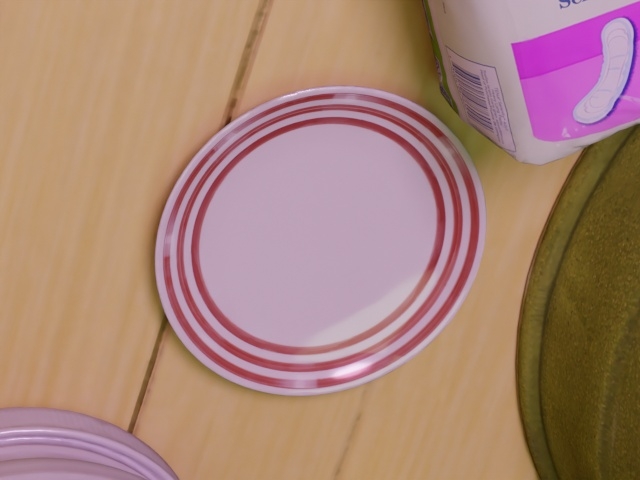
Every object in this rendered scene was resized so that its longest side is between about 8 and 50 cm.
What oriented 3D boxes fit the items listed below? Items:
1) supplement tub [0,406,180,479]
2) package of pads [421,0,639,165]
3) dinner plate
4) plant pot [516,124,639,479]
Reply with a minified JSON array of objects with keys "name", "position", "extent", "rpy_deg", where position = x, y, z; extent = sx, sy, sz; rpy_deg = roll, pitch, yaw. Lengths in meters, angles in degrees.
[{"name":"supplement tub","position":[-0.101,0.202,0.673],"extent":[0.191,0.272,0.191],"rpy_deg":[-7,117,-13]},{"name":"package of pads","position":[0.163,-0.183,0.654],"extent":[0.296,0.101,0.229],"rpy_deg":[-22,120,-5]},{"name":"dinner plate","position":[0.000,0.000,0.748],"extent":[0.141,0.017,0.141],"rpy_deg":[-7,119,-13]},{"name":"plant pot","position":[0.307,0.104,0.697],"extent":[0.366,0.353,0.366],"rpy_deg":[-7,118,-13]}]
